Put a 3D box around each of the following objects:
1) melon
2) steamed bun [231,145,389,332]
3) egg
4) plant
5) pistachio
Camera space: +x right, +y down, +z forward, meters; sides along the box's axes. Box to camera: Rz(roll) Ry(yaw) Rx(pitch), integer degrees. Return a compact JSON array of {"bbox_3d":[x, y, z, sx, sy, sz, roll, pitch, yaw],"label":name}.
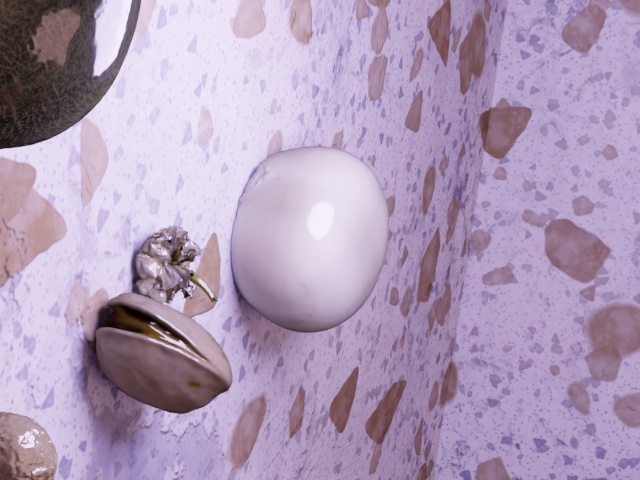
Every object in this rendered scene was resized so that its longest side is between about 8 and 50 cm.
[{"bbox_3d":[-0.296,-0.237,1.244,0.248,0.249,0.329,73,31,-50],"label":"melon"},{"bbox_3d":[0.000,0.000,2.146,0.324,0.206,0.324,11,90,-67],"label":"steamed bun"},{"bbox_3d":[-0.364,0.258,1.487,0.140,0.116,0.118,87,-1,-58],"label":"egg"},{"bbox_3d":[-0.198,0.045,1.800,0.104,0.122,0.116,-47,151,-35],"label":"plant"},{"bbox_3d":[-0.218,0.160,1.777,0.238,0.153,0.137,36,53,-38],"label":"pistachio"}]
